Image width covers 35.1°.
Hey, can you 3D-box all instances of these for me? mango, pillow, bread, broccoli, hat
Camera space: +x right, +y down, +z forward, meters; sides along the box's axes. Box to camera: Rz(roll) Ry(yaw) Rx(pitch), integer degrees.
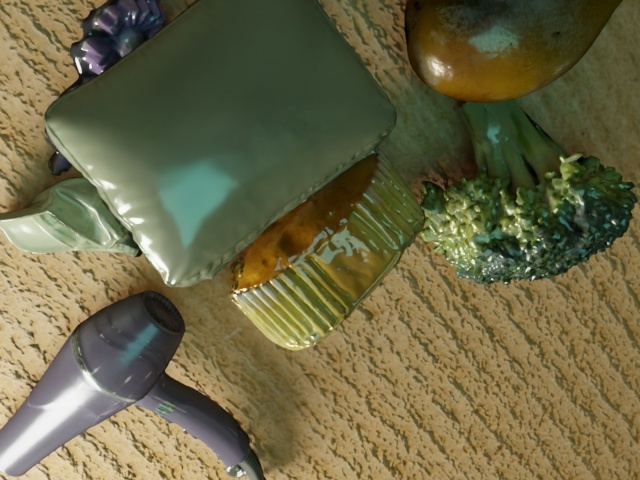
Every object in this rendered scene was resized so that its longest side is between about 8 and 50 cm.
[{"bbox_3d":[0.236,-0.276,1.141,0.316,0.146,0.192,-32,87,-7],"label":"mango"},{"bbox_3d":[-0.102,-0.129,1.094,0.322,0.120,0.255,-38,95,-9],"label":"pillow"},{"bbox_3d":[0.000,0.000,1.197,0.250,0.179,0.133,-45,112,1],"label":"bread"},{"bbox_3d":[0.241,-0.071,1.232,0.247,0.263,0.243,-22,89,-36],"label":"broccoli"},{"bbox_3d":[-0.301,-0.024,1.198,0.166,0.081,0.122,-6,152,7],"label":"hat"}]

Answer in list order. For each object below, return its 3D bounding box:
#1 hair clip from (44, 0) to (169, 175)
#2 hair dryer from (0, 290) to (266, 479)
[{"bbox_3d":[-0.240,-0.194,1.133,0.106,0.084,0.292,0,121,-55],"label":"hair clip"},{"bbox_3d":[-0.209,0.249,1.304,0.301,0.121,0.361,-43,118,16],"label":"hair dryer"}]
